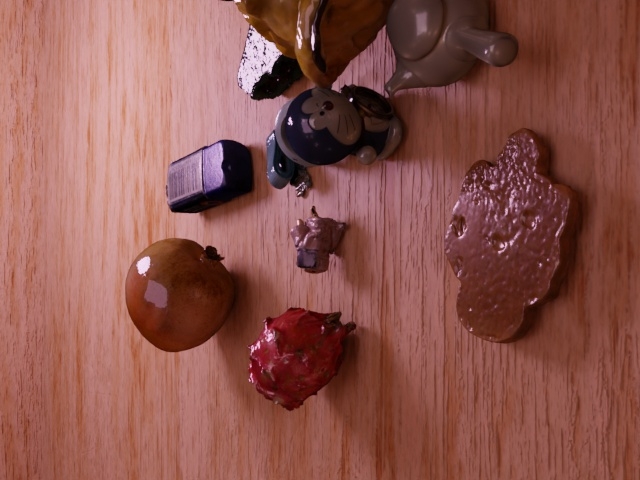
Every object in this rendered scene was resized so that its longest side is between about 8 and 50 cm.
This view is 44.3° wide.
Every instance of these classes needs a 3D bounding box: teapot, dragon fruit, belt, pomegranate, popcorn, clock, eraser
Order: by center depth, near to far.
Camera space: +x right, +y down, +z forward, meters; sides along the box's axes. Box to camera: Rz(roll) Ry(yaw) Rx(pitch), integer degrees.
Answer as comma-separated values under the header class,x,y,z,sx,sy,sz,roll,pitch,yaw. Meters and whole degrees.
class,x,y,z,sx,sy,sz,roll,pitch,yaw
teapot,0.237,-0.385,1.403,0.318,0.149,0.220,-5,87,53
popcorn,-0.012,-0.473,1.500,0.349,0.349,0.382,-50,34,40
clock,0.045,-0.226,1.580,0.146,0.243,0.200,-54,52,40
dragon fruit,-0.043,0.243,1.730,0.268,0.205,0.210,-38,95,20
teapot,-0.010,-0.260,1.746,0.159,0.159,0.232,41,130,45
belt,-0.083,-0.198,1.896,0.065,0.100,0.179,-46,40,43
pomegranate,-0.365,0.137,2.081,0.319,0.319,0.319,-1,89,53
eraser,-0.313,-0.174,2.163,0.332,0.101,0.155,-14,77,50

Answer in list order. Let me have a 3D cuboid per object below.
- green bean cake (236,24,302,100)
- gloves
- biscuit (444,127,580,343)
class,x,y,z,sx,sy,sz,roll,pitch,yaw
green bean cake,-0.103,-0.424,1.886,0.193,0.107,0.208,47,126,38
gloves,-0.007,0.003,1.766,0.110,0.094,0.144,22,88,41
biscuit,0.326,-0.007,1.365,0.269,0.051,0.376,25,108,53
